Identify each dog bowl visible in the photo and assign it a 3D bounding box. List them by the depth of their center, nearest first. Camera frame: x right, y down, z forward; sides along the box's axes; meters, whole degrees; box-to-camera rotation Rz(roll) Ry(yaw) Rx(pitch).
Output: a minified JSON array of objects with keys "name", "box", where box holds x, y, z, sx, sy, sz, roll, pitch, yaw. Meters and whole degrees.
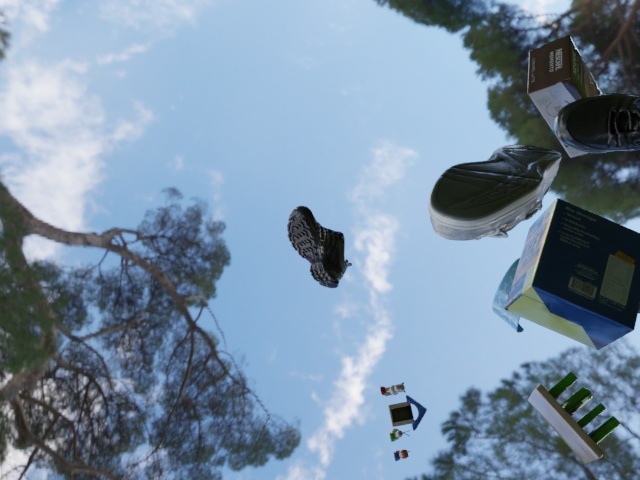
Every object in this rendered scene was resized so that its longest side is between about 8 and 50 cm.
[{"name":"dog bowl","box":[0.478,0.103,1.510,0.074,0.165,0.297,28,-156,29]}]

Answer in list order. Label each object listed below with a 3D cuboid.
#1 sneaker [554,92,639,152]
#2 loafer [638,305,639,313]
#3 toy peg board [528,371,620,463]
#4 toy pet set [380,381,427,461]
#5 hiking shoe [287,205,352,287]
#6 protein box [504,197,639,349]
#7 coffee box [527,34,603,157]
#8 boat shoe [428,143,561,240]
[{"name":"sneaker","box":[0.651,-0.242,1.336,0.341,0.125,0.140,2,-178,12]},{"name":"loafer","box":[0.854,0.147,1.620,0.303,0.109,0.095,21,-139,-6]},{"name":"toy peg board","box":[0.497,0.339,1.297,0.079,0.160,0.161,-38,-114,-4]},{"name":"toy pet set","box":[0.151,0.304,1.137,0.065,0.114,0.122,-13,-105,8]},{"name":"hiking shoe","box":[0.000,0.000,1.589,0.114,0.086,0.226,-50,-53,-39]},{"name":"protein box","box":[0.493,0.065,1.277,0.200,0.136,0.201,24,-116,4]},{"name":"coffee box","box":[0.576,-0.326,1.537,0.246,0.098,0.141,38,-130,-38]},{"name":"boat shoe","box":[0.241,-0.053,0.900,0.118,0.103,0.320,15,-154,28]}]
